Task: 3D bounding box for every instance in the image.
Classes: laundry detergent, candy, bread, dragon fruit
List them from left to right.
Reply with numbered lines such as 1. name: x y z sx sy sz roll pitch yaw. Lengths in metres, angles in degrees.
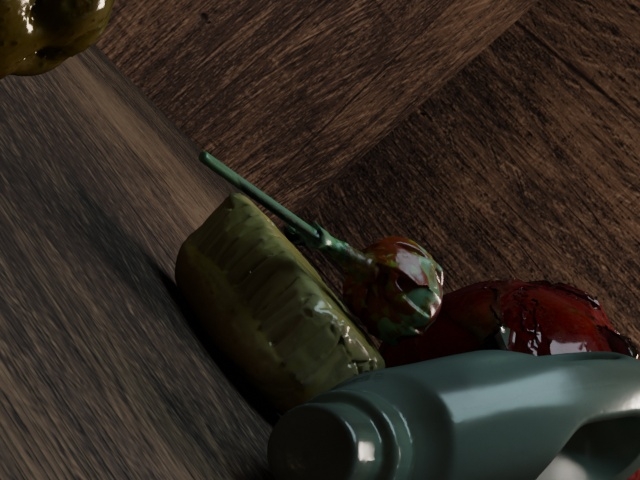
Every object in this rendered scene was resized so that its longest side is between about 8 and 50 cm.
1. bread: -0.043 0.063 1.521 0.140 0.106 0.236 44 5 -38
2. candy: -0.001 0.001 1.433 0.287 0.078 0.084 33 49 -41
3. laundry detergent: 0.095 0.150 1.278 0.398 0.264 0.125 17 51 -63
4. dragon fruit: 0.178 0.182 1.646 0.296 0.295 0.301 49 -12 -6

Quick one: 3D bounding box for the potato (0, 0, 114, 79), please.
1. potato: -0.301 -0.232 1.129 0.369 0.176 0.195 39 45 -21
